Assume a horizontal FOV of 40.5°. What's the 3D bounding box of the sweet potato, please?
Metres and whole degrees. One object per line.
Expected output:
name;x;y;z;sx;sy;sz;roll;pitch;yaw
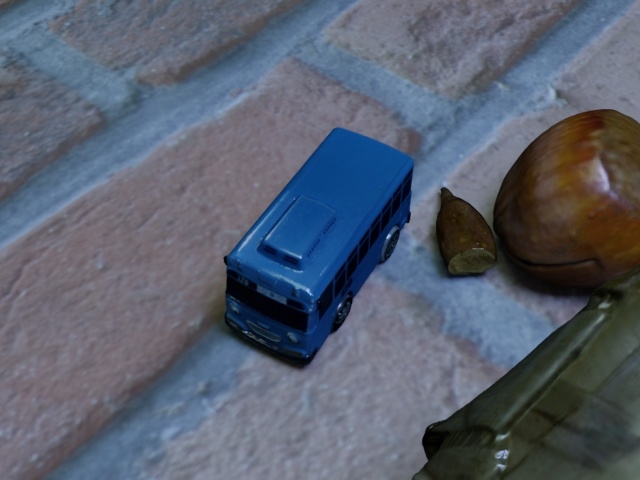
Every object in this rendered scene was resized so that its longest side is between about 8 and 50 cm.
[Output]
sweet potato;0.123;-0.013;0.774;0.049;0.049;0.117;-6;39;-5

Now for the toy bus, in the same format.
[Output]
toy bus;0.000;0.000;0.720;0.090;0.106;0.185;25;54;17

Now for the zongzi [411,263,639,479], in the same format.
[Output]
zongzi;0.180;0.331;0.453;0.467;0.218;0.500;-43;75;7

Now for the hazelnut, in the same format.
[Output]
hazelnut;0.223;-0.030;0.738;0.150;0.150;0.150;0;50;0
